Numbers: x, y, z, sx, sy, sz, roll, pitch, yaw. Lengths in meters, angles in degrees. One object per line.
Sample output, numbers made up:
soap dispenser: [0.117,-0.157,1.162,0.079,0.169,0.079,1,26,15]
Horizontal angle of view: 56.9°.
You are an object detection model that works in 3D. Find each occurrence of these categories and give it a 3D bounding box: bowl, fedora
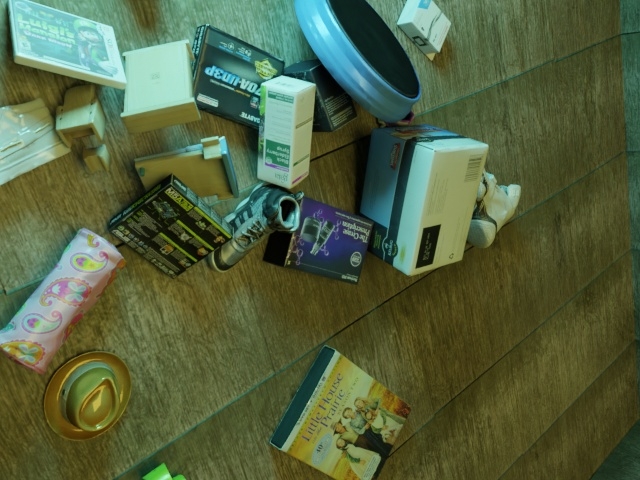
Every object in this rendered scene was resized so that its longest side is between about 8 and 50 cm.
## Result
bowl: [0.102,-0.464,1.413,0.391,0.077,0.391,35,36,-31]
fedora: [-0.472,0.331,1.230,0.194,0.079,0.195,-7,102,-39]

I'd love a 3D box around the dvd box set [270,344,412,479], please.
dvd box set: [0.077,0.534,1.725,0.420,0.062,0.308,43,70,-36]

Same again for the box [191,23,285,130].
box: [-0.197,-0.366,1.350,0.220,0.051,0.175,14,89,-40]

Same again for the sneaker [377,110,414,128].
sneaker: [0.189,-0.404,1.626,0.095,0.104,0.236,-46,122,-22]

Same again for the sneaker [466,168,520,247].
sneaker: [0.537,-0.172,1.935,0.210,0.137,0.366,-39,125,-28]

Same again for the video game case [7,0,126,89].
video game case: [-0.463,-0.362,1.080,0.190,0.173,0.022,6,139,-40]

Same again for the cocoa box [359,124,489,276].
cocoa box: [0.267,-0.120,1.614,0.231,0.228,0.348,-12,120,-37]

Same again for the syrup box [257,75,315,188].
syrup box: [-0.081,-0.250,1.376,0.096,0.093,0.237,-43,146,-52]

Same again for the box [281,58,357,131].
box: [-0.013,-0.353,1.436,0.093,0.156,0.158,-36,118,-28]

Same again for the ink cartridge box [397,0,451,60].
ink cartridge box: [0.314,-0.620,1.718,0.180,0.060,0.104,31,78,-38]

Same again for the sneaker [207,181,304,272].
sneaker: [-0.147,-0.030,1.383,0.269,0.153,0.101,-53,125,-19]

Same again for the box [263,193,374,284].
box: [0.000,0.000,1.546,0.261,0.103,0.185,16,90,-40]

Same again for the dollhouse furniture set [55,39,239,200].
dollhouse furniture set: [-0.342,-0.212,1.239,0.286,0.198,0.303,-12,142,-2]

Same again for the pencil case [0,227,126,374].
pencil case: [-0.504,0.115,1.145,0.124,0.124,0.284,46,70,-35]

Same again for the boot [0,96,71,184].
boot: [-0.588,-0.163,1.053,0.258,0.095,0.124,-40,114,-37]

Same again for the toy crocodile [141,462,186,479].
toy crocodile: [-0.348,0.671,1.373,0.115,0.105,0.341,-14,107,-37]

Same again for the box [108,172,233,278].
box: [-0.314,-0.024,1.251,0.184,0.045,0.190,-35,126,16]
